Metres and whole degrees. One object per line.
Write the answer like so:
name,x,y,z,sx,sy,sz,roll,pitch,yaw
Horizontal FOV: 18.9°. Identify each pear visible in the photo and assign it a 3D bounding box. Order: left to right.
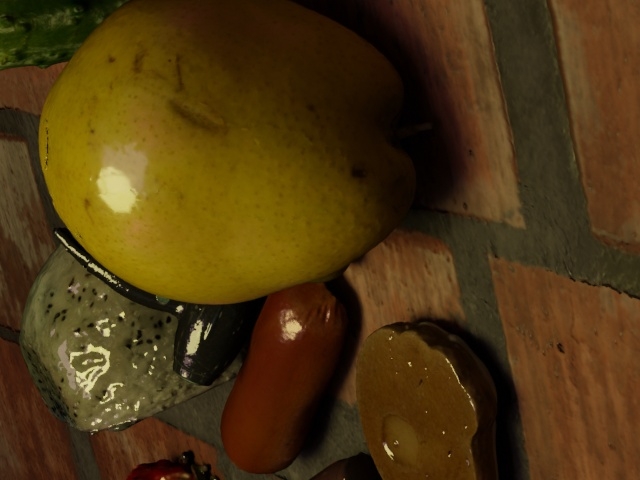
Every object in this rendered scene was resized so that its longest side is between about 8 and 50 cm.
pear,-0.076,-0.078,1.663,0.336,0.285,0.285,23,138,9

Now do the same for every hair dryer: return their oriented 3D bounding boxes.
hair dryer,-0.158,0.020,1.881,0.075,0.219,0.196,-55,-12,-81

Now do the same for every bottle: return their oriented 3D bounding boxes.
bottle,0.013,0.258,1.935,0.060,0.060,0.164,62,151,10

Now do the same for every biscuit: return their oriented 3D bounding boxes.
biscuit,0.102,0.165,1.725,0.181,0.049,0.208,28,132,50

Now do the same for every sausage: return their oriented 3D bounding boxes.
sausage,-0.038,0.139,1.912,0.089,0.083,0.300,60,151,30

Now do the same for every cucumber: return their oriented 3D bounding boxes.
cucumber,-0.318,-0.234,1.969,0.134,0.244,0.134,35,132,49

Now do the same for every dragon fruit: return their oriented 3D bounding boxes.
dragon fruit,-0.213,0.066,2.028,0.283,0.221,0.204,3,119,62

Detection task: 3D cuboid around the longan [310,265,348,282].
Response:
longan,0.000,0.000,1.773,0.083,0.075,0.075,-32,79,18

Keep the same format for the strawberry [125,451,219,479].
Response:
strawberry,-0.190,0.393,2.291,0.280,0.150,0.253,-18,93,60
